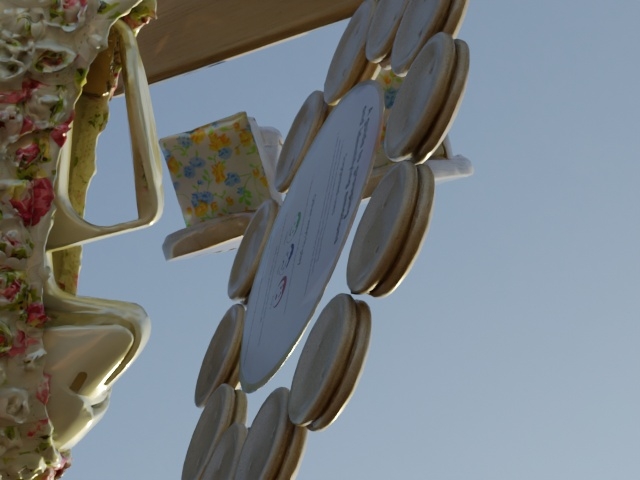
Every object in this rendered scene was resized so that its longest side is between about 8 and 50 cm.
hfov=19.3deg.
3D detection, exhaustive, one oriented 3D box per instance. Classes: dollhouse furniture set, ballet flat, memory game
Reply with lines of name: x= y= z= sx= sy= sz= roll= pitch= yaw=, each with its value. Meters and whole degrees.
dollhouse furniture set: x=0.007 y=-0.208 z=1.204 sx=0.394 sy=0.362 sz=0.256 roll=-17 pitch=-2 yaw=18
ballet flat: x=-0.098 y=0.004 z=0.688 sx=0.077 sy=0.091 sz=0.241 roll=5 pitch=-83 yaw=4
memory game: x=0.000 y=0.000 z=0.549 sx=0.012 sy=0.186 sz=0.186 roll=22 pitch=-53 yaw=-12
